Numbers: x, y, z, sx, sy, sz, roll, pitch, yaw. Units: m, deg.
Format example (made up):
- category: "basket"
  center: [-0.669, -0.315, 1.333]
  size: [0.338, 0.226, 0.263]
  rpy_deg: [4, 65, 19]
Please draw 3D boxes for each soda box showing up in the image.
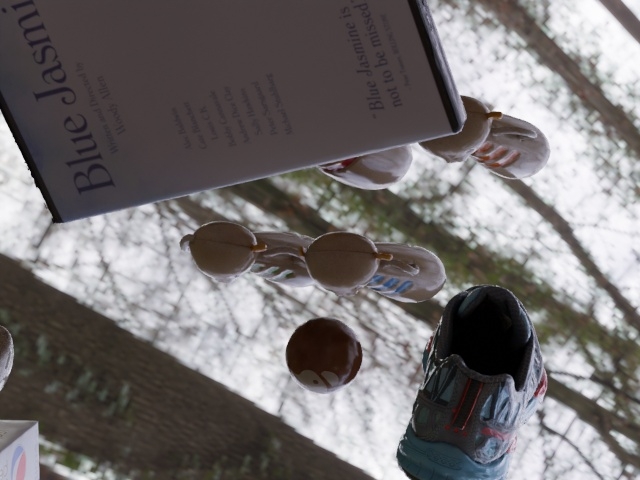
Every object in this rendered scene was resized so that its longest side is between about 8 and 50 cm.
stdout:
- category: "soda box"
  center: [-0.356, 0.243, 1.441]
  size: [0.074, 0.216, 0.069]
  rpy_deg: [2, -83, 7]

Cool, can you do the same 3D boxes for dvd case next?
- category: "dvd case"
  center: [-0.069, -0.112, 0.738]
  size: [0.253, 0.180, 0.022]
  rpy_deg: [-12, -155, 23]

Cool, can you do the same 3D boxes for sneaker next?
- category: "sneaker"
  center: [0.134, 0.086, 1.076]
  size: [0.262, 0.104, 0.125]
  rpy_deg: [-64, 171, -63]

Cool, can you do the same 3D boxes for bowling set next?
- category: "bowling set"
  center: [0.000, 0.000, 0.917]
  size: [0.287, 0.154, 0.199]
  rpy_deg: [0, -97, 33]

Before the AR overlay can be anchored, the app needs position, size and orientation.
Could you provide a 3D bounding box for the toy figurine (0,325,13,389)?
- category: "toy figurine"
  center: [-0.277, 0.034, 0.673]
  size: [0.210, 0.148, 0.213]
  rpy_deg: [-31, -149, -31]
